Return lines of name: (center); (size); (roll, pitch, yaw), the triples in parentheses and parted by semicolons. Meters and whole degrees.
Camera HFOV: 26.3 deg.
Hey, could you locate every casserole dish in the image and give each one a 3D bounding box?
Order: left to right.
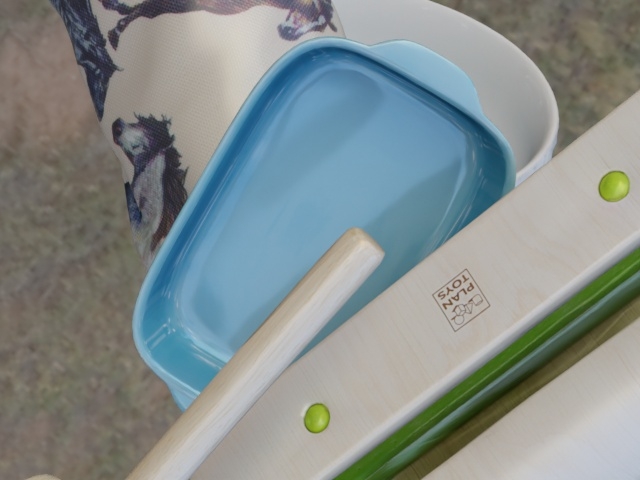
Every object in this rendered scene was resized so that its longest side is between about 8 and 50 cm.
casserole dish: (0.000, 0.000, 0.572); (0.188, 0.114, 0.037); (-58, -172, 18)

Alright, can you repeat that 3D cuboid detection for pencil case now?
pencil case: (-0.047, -0.024, 0.795); (0.160, 0.410, 0.183); (-16, 177, -38)

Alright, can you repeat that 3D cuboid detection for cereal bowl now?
cereal bowl: (0.008, -0.071, 1.082); (0.339, 0.339, 0.141); (-32, 143, -40)

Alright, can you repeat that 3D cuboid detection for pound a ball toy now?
pound a ball toy: (0.064, 0.076, 0.519); (0.319, 0.135, 0.208); (-39, 154, 14)

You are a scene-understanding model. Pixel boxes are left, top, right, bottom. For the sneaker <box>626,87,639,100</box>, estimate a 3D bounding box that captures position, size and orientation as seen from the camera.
sneaker: (0.372, -0.169, 1.228); (0.153, 0.099, 0.282); (-54, -177, -42)
